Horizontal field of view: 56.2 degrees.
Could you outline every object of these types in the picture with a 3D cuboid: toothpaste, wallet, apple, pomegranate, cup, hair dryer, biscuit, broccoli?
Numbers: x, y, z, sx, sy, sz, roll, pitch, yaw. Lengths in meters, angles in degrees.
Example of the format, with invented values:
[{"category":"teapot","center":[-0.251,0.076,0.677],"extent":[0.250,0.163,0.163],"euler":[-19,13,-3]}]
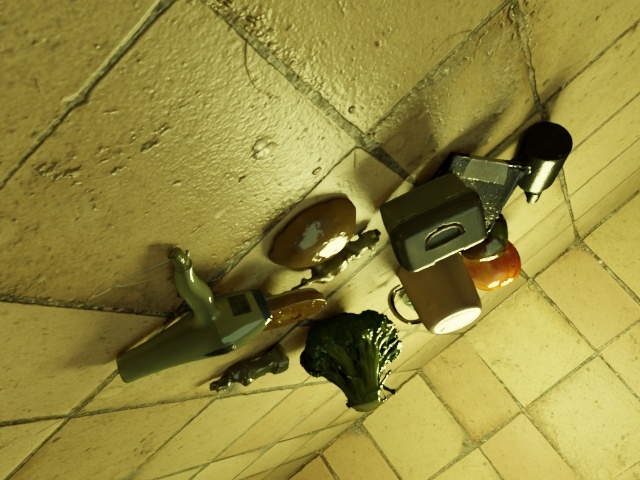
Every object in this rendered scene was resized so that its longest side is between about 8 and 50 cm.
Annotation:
[{"category":"toothpaste","center":[0.326,0.211,2.063],"extent":[0.075,0.048,0.297],"euler":[-43,160,7]},{"category":"wallet","center":[0.331,-0.094,1.414],"extent":[0.221,0.071,0.262],"euler":[5,135,-25]},{"category":"apple","center":[0.575,0.083,2.021],"extent":[0.210,0.164,0.209],"euler":[-28,155,-15]},{"category":"pomegranate","center":[0.440,-0.017,1.676],"extent":[0.159,0.159,0.205],"euler":[-35,-175,-4]},{"category":"cup","center":[0.319,0.161,1.722],"extent":[0.253,0.200,0.191],"euler":[-29,150,14]},{"category":"hair dryer","center":[0.474,-0.155,1.540],"extent":[0.303,0.116,0.244],"euler":[-23,155,-5]},{"category":"biscuit","center":[-0.091,0.147,1.299],"extent":[0.208,0.049,0.181],"euler":[-17,162,-10]},{"category":"hair dryer","center":[-0.269,0.154,1.083],"extent":[0.296,0.119,0.298],"euler":[-37,141,9]},{"category":"broccoli","center":[0.105,0.335,1.688],"extent":[0.304,0.283,0.321],"euler":[-36,141,23]}]

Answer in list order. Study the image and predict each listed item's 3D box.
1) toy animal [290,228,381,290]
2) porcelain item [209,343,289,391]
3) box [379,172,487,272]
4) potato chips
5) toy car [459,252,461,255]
[{"category":"toy animal","center":[0.036,0.047,1.327],"extent":[0.241,0.056,0.099],"euler":[-37,157,-1]},{"category":"porcelain item","center":[-0.188,0.341,1.563],"extent":[0.216,0.069,0.081],"euler":[-17,154,-30]},{"category":"box","center":[0.241,-0.040,1.293],"extent":[0.210,0.129,0.148],"euler":[-25,133,1]},{"category":"potato chips","center":[0.000,0.000,1.187],"extent":[0.195,0.062,0.208],"euler":[-44,154,11]},{"category":"toy car","center":[0.422,0.018,1.822],"extent":[0.143,0.054,0.073],"euler":[-30,158,-15]}]
